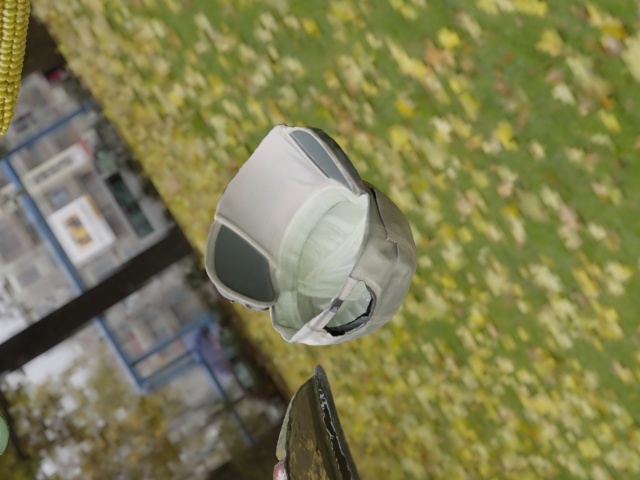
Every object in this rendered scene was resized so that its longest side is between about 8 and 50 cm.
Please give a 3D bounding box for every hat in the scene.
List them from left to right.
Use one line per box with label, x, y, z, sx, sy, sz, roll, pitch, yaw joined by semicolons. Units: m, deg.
hat;-0.007;-0.006;1.821;0.275;0.232;0.161;47;-163;22

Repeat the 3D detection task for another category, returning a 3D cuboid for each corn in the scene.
corn;-0.327;-0.207;1.512;0.081;0.081;0.248;-123;41;-55

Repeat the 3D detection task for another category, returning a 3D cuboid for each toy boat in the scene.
toy boat;0.015;0.320;1.659;0.293;0.111;0.276;58;-159;-9

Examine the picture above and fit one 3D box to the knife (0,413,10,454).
knife;-0.362;0.086;1.247;0.293;0.043;0.020;41;163;-26
